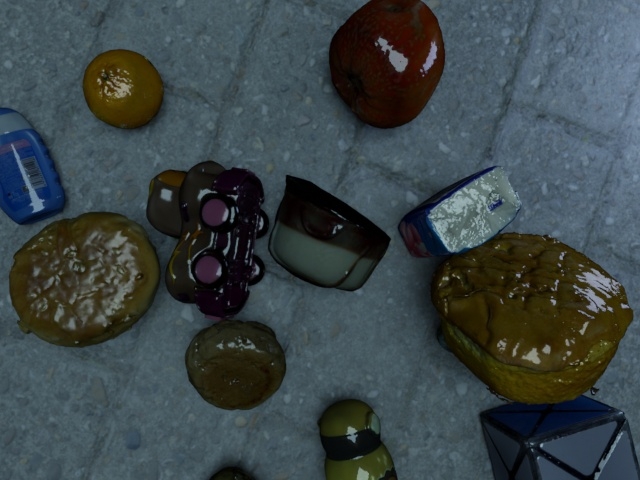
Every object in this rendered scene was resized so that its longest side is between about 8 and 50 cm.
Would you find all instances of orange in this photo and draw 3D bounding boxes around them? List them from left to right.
[{"bbox_3d":[-0.445,-0.343,1.252,0.177,0.155,0.178,-2,97,-17],"label":"orange"}]

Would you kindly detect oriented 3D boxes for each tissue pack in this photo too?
[{"bbox_3d":[0.312,-0.053,1.272,0.209,0.269,0.137,-35,90,-8],"label":"tissue pack"}]

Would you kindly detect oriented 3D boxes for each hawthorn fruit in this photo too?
[{"bbox_3d":[0.159,-0.423,1.277,0.275,0.275,0.300,32,75,-5],"label":"hawthorn fruit"}]

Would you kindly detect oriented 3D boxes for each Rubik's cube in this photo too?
[{"bbox_3d":[0.557,0.521,1.291,0.259,0.260,0.255,-15,89,-5],"label":"Rubik's cube"}]

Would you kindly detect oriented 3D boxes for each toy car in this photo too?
[{"bbox_3d":[-0.261,-0.007,1.224,0.240,0.271,0.341,8,87,12],"label":"toy car"}]

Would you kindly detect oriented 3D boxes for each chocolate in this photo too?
[{"bbox_3d":[0.000,0.000,1.250,0.283,0.283,0.186,34,100,-5],"label":"chocolate"}]

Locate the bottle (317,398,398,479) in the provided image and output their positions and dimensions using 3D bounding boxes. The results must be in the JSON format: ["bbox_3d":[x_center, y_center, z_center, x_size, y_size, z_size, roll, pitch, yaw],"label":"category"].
[{"bbox_3d":[0.092,0.544,1.274,0.171,0.171,0.352,-14,90,-7],"label":"bottle"}]

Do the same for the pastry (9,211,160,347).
[{"bbox_3d":[-0.502,0.084,1.211,0.315,0.184,0.285,-26,85,-6],"label":"pastry"}]

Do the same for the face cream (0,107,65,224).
[{"bbox_3d":[-0.684,-0.172,1.247,0.149,0.083,0.264,-22,91,-8],"label":"face cream"}]

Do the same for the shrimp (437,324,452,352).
[{"bbox_3d":[0.470,0.248,1.330,0.371,0.172,0.137,-2,121,7],"label":"shrimp"}]

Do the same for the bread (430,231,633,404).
[{"bbox_3d":[0.434,0.145,1.179,0.397,0.398,0.216,-13,123,-7],"label":"bread"}]

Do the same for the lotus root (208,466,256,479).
[{"bbox_3d":[-0.229,0.652,1.241,0.152,0.160,0.275,39,85,-28],"label":"lotus root"}]

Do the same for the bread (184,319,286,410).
[{"bbox_3d":[-0.187,0.272,1.250,0.229,0.123,0.230,-1,119,-2],"label":"bread"}]
